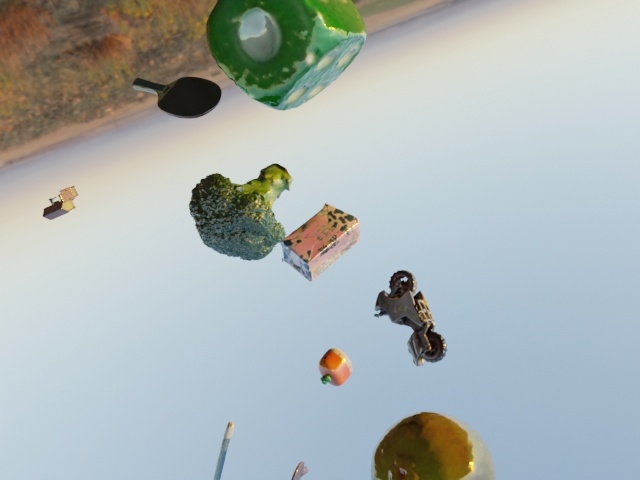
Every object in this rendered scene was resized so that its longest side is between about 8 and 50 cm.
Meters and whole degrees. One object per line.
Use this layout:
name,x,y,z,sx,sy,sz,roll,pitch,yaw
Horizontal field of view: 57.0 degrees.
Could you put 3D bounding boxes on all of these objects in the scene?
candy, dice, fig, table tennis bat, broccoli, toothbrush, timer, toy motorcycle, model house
candy,0.000,0.000,1.216,0.092,0.073,0.160,34,-123,28
dice,-0.081,-0.523,1.486,0.297,0.287,0.300,-42,177,32
fig,0.207,0.409,1.019,0.207,0.230,0.207,-39,-150,27
table tennis bat,-0.026,0.803,1.967,0.119,0.107,0.170,18,176,16
table tennis bat,-0.396,-0.401,1.608,0.274,0.021,0.154,18,-121,19
broccoli,-0.210,-0.083,1.603,0.298,0.297,0.297,-3,-144,48
toothbrush,-0.215,0.492,1.205,0.025,0.275,0.019,11,-166,-10
timer,0.042,0.447,2.036,0.136,0.136,0.099,-29,-169,-30
toy motorcycle,0.188,0.175,1.291,0.122,0.215,0.080,-36,155,30
model house,-0.626,-0.089,1.421,0.083,0.057,0.058,-18,-165,17
